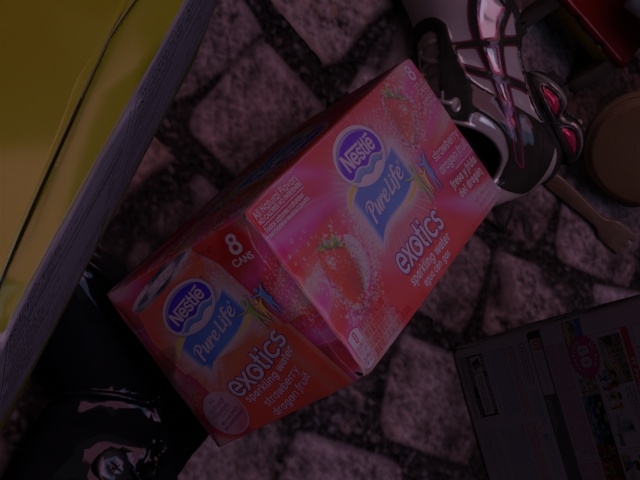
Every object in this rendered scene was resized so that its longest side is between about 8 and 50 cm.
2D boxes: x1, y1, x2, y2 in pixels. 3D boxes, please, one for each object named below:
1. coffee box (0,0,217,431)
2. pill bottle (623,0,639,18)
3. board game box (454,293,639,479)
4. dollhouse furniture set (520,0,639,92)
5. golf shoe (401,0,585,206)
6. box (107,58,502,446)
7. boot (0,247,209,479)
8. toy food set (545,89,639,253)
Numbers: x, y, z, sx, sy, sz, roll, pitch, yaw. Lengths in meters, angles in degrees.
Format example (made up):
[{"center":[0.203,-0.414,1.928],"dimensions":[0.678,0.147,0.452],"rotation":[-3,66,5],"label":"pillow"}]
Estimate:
[{"center":[-0.267,-0.111,0.844],"dimensions":[0.337,0.334,0.338],"rotation":[27,67,-5],"label":"coffee box"},{"center":[0.354,-0.202,1.329],"dimensions":[0.137,0.078,0.078],"rotation":[36,60,0],"label":"pill bottle"},{"center":[0.260,0.159,1.173],"dimensions":[0.097,0.303,0.224],"rotation":[-13,85,-34],"label":"board game box"},{"center":[0.401,-0.169,1.436],"dimensions":[0.374,0.152,0.201],"rotation":[46,59,-14],"label":"dollhouse furniture set"},{"center":[0.130,-0.161,1.300],"dimensions":[0.120,0.105,0.273],"rotation":[-38,98,-26],"label":"golf shoe"},{"center":[0.000,0.000,1.090],"dimensions":[0.142,0.154,0.300],"rotation":[55,37,-9],"label":"box"},{"center":[-0.187,0.122,1.030],"dimensions":[0.246,0.094,0.207],"rotation":[43,55,-22],"label":"boot"},{"center":[0.313,-0.087,1.362],"dimensions":[0.132,0.192,0.038],"rotation":[40,30,-14],"label":"toy food set"}]
